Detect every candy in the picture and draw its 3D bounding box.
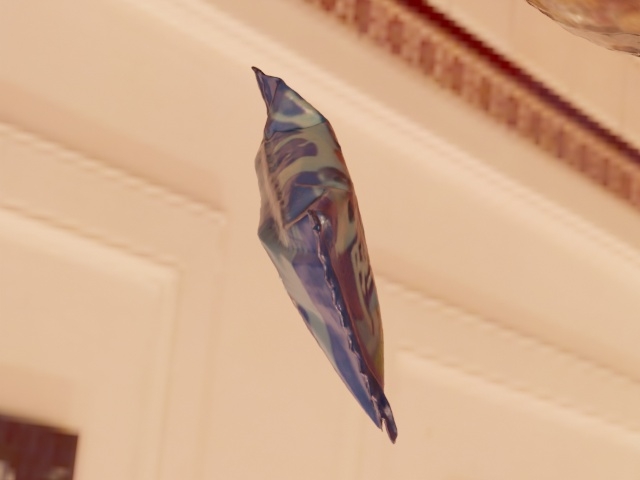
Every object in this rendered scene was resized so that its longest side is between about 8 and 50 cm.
[{"bbox_3d":[0.000,0.000,1.467,0.077,0.187,0.331,-19,-155,4],"label":"candy"}]

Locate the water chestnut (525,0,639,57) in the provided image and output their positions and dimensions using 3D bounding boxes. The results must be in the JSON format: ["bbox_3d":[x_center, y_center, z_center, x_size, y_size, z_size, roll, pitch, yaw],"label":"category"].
[{"bbox_3d":[0.136,-0.165,0.624,0.224,0.223,0.238,-4,164,42],"label":"water chestnut"}]
